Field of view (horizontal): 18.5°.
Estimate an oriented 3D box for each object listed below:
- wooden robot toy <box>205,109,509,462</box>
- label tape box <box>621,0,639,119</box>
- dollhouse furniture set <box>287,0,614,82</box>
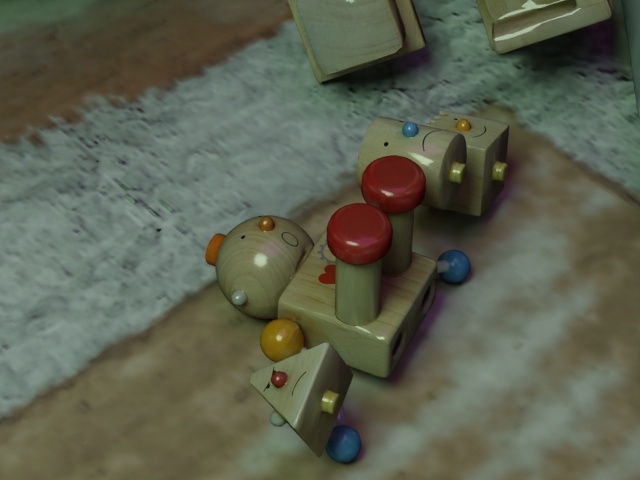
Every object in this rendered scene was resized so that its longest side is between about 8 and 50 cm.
[{"bbox_3d":[0.000,0.000,0.669,0.079,0.076,0.173,15,46,22],"label":"wooden robot toy"},{"bbox_3d":[0.248,-0.134,0.784,0.249,0.115,0.348,7,44,-8],"label":"label tape box"},{"bbox_3d":[-0.094,-0.185,0.798,0.355,0.303,0.174,-18,16,11],"label":"dollhouse furniture set"}]
